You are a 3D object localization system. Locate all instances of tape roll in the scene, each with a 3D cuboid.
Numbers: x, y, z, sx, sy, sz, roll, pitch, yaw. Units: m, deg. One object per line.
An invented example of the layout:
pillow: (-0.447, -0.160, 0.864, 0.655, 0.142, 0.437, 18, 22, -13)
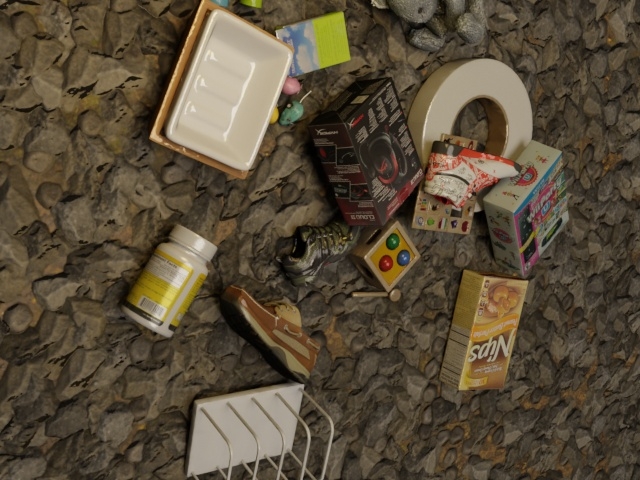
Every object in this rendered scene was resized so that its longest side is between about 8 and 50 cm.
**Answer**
tape roll: (0.381, -0.264, 2.135, 0.392, 0.072, 0.392, -10, 108, -34)

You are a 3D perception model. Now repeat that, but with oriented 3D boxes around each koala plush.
koala plush: (0.230, -0.544, 1.889, 0.221, 0.196, 0.203, -1, 92, -37)

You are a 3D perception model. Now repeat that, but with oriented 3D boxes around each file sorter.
file sorter: (-0.131, 0.458, 1.877, 0.278, 0.173, 0.193, -5, 116, -35)

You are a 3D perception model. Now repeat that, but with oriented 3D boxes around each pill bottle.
pill bottle: (-0.302, 0.080, 1.708, 0.119, 0.119, 0.208, 36, 81, -36)

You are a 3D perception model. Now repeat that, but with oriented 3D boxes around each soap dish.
soap dish: (-0.202, -0.297, 1.680, 0.229, 0.118, 0.291, 21, 90, -37)

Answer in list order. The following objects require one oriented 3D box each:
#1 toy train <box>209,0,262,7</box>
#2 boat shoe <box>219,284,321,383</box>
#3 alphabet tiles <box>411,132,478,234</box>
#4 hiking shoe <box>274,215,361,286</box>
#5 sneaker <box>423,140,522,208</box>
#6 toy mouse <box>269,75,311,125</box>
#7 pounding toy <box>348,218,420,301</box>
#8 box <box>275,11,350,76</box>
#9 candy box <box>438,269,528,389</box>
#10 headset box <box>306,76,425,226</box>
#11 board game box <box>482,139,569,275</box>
toy train: (-0.124, -0.532, 1.692, 0.248, 0.105, 0.143, -3, 114, -35)
boat shoe: (-0.105, 0.193, 1.890, 0.120, 0.122, 0.324, -53, 134, -19)
alphabet tiles: (0.319, -0.138, 2.075, 0.198, 0.009, 0.237, 6, 98, -36)
hiking shoe: (0.000, 0.000, 1.923, 0.227, 0.086, 0.114, -46, 125, -18)
sneaker: (0.363, -0.146, 2.044, 0.270, 0.090, 0.145, 9, 98, -33)
toy mouse: (-0.064, -0.297, 1.807, 0.143, 0.031, 0.161, -22, 137, -37)
pounding toy: (0.156, 0.078, 2.049, 0.181, 0.094, 0.206, -47, 123, -16)
box: (-0.023, -0.422, 1.822, 0.178, 0.042, 0.109, -22, 114, -28)
candy box: (0.445, 0.245, 2.303, 0.183, 0.087, 0.316, 6, 98, -36)
headset box: (0.114, -0.186, 1.904, 0.218, 0.110, 0.293, -49, 127, -39)
board game box: (0.547, -0.080, 2.228, 0.224, 0.097, 0.303, -49, 144, -16)
